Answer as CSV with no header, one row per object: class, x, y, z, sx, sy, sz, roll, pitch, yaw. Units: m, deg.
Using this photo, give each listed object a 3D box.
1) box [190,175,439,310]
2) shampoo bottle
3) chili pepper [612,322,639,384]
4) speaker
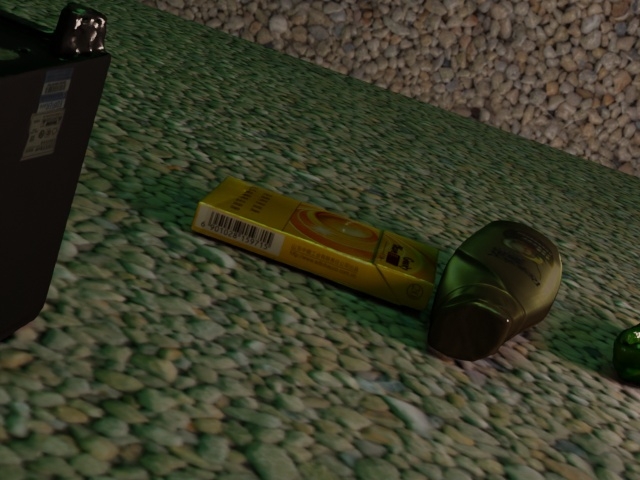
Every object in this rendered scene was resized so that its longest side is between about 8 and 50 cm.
box,0.000,0.000,1.275,0.269,0.043,0.152,20,17,3
shampoo bottle,0.196,0.055,1.262,0.126,0.084,0.350,26,19,12
chili pepper,0.408,0.129,1.301,0.257,0.074,0.100,-6,33,-46
speaker,-0.308,-0.072,0.803,0.232,0.253,0.184,22,18,8
